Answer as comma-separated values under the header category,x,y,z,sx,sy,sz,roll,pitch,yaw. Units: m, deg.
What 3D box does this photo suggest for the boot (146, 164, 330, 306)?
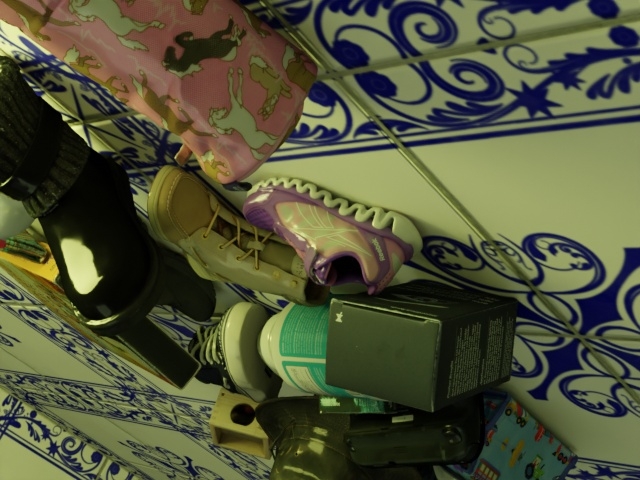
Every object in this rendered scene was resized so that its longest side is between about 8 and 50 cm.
category,x,y,z,sx,sy,sz,roll,pitch,yaw
boot,-0.101,0.001,1.478,0.203,0.095,0.262,16,156,25

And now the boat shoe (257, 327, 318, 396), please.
category,x,y,z,sx,sy,sz,roll,pitch,yaw
boat shoe,-0.005,0.203,1.830,0.233,0.084,0.079,37,147,-29

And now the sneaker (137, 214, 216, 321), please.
category,x,y,z,sx,sy,sz,roll,pitch,yaw
sneaker,-0.284,0.059,1.755,0.109,0.130,0.286,-6,142,47

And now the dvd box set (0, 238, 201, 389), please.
category,x,y,z,sx,sy,sz,roll,pitch,yaw
dvd box set,-0.416,0.108,1.961,0.307,0.062,0.420,47,162,-30

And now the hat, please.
category,x,y,z,sx,sy,sz,roll,pitch,yaw
hat,0.000,0.400,1.910,0.331,0.134,0.331,24,147,17

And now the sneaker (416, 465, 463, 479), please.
category,x,y,z,sx,sy,sz,roll,pitch,yaw
sneaker,0.132,0.396,2.010,0.350,0.131,0.148,0,149,48

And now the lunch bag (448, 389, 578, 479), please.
category,x,y,z,sx,sy,sz,roll,pitch,yaw
lunch bag,0.218,0.313,1.779,0.293,0.138,0.221,13,157,50

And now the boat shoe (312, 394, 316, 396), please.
category,x,y,z,sx,sy,sz,roll,pitch,yaw
boat shoe,0.085,0.307,1.969,0.207,0.073,0.073,25,-165,13

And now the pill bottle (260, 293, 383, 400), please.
category,x,y,z,sx,sy,sz,roll,pitch,yaw
pill bottle,0.029,0.147,1.583,0.146,0.146,0.264,42,153,-31

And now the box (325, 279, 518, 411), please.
category,x,y,z,sx,sy,sz,roll,pitch,yaw
box,0.124,0.121,1.350,0.153,0.108,0.207,10,-169,35

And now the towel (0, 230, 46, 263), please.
category,x,y,z,sx,sy,sz,roll,pitch,yaw
towel,-0.636,-0.067,1.784,0.370,0.040,0.271,22,-176,-31

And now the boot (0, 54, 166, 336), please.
category,x,y,z,sx,sy,sz,roll,pitch,yaw
boot,-0.339,-0.056,1.397,0.260,0.131,0.348,49,-173,-44

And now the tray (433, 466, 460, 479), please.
category,x,y,z,sx,sy,sz,roll,pitch,yaw
tray,0.245,0.404,1.696,0.145,0.030,0.270,35,175,-2

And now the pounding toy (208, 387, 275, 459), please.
category,x,y,z,sx,sy,sz,roll,pitch,yaw
pounding toy,-0.115,0.370,2.285,0.206,0.094,0.181,13,150,8

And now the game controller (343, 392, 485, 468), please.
category,x,y,z,sx,sy,sz,roll,pitch,yaw
game controller,0.134,0.251,1.662,0.067,0.166,0.319,16,161,-28

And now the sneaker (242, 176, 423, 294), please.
category,x,y,z,sx,sy,sz,roll,pitch,yaw
sneaker,0.000,0.000,1.360,0.236,0.104,0.095,18,157,23

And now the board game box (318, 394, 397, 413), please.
category,x,y,z,sx,sy,sz,roll,pitch,yaw
board game box,0.052,0.202,1.708,0.026,0.126,0.186,1,172,-31

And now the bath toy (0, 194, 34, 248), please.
category,x,y,z,sx,sy,sz,roll,pitch,yaw
bath toy,-0.525,-0.094,1.635,0.348,0.129,0.151,26,-161,34

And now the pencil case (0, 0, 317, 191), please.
category,x,y,z,sx,sy,sz,roll,pitch,yaw
pencil case,-0.191,-0.209,1.064,0.386,0.167,0.160,36,-172,-19

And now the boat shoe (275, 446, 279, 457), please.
category,x,y,z,sx,sy,sz,roll,pitch,yaw
boat shoe,-0.037,0.544,2.511,0.113,0.127,0.340,18,154,22

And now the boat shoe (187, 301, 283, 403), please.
category,x,y,z,sx,sy,sz,roll,pitch,yaw
boat shoe,-0.164,0.187,1.890,0.158,0.127,0.340,13,155,14
